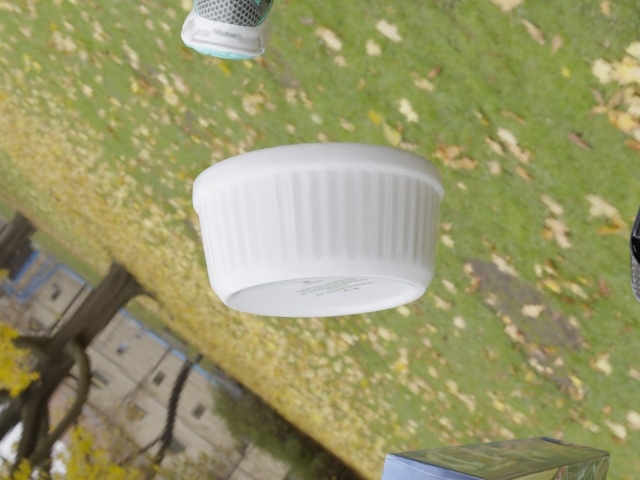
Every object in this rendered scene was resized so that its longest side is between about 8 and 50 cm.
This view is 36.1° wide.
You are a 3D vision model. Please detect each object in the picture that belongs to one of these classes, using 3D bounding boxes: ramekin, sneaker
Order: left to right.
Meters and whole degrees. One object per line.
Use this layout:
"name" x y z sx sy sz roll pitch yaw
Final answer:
"sneaker" -0.048 -0.181 0.607 0.065 0.076 0.166 6 -140 -11
"ramekin" 0.000 0.000 1.036 0.273 0.127 0.273 -2 165 -1

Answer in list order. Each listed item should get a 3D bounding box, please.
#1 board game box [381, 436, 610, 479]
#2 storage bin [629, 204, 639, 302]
"board game box" 0.078 0.178 0.451 0.042 0.165 0.243 10 175 27
"storage bin" 0.278 -0.005 0.557 0.180 0.122 0.084 17 168 22
